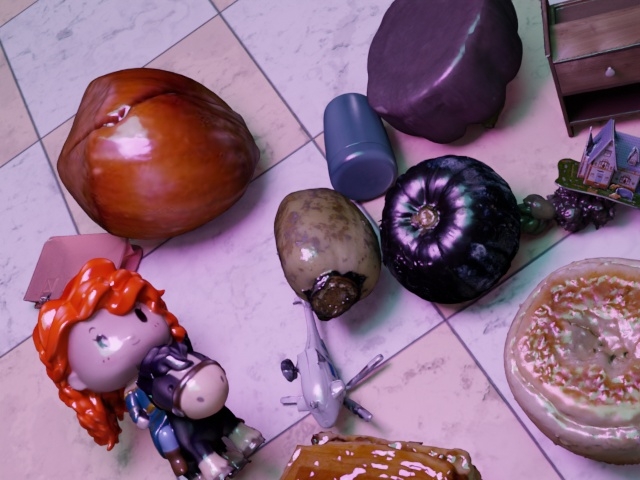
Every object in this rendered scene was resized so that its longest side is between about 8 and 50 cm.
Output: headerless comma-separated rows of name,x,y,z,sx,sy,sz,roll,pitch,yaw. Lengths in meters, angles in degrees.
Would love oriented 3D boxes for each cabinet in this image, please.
cabinet,0.458,-0.290,1.469,0.174,0.215,0.148,-9,56,21

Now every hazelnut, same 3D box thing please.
hazelnut,-0.297,-0.159,1.707,0.372,0.315,0.372,5,44,-5

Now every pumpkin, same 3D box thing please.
pumpkin,0.198,-0.017,1.439,0.233,0.163,0.233,-13,69,37

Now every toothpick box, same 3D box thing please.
toothpick box,0.064,-0.173,1.650,0.120,0.120,0.184,-22,49,12

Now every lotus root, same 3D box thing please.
lotus root,0.000,0.000,1.524,0.173,0.173,0.309,-30,32,6

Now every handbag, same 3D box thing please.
handbag,-0.458,0.064,1.786,0.212,0.059,0.157,-3,57,26

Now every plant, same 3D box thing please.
plant,0.371,-0.046,1.442,0.174,0.087,0.085,-11,20,24

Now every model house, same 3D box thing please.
model house,0.447,-0.119,1.387,0.166,0.088,0.117,18,32,11

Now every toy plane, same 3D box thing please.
toy plane,0.001,0.171,1.457,0.181,0.107,0.273,-14,54,28

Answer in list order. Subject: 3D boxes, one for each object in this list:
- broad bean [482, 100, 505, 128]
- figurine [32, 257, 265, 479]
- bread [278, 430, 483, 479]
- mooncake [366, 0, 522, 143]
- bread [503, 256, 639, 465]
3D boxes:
broad bean,0.301,-0.298,1.662,0.065,0.046,0.255,-18,51,23
figurine,-0.260,0.218,1.428,0.241,0.306,0.411,-44,52,-18
bread,0.057,0.425,1.222,0.277,0.167,0.325,2,52,31
mooncake,0.214,-0.322,1.613,0.306,0.154,0.306,-30,43,33
bread,0.399,0.164,1.233,0.305,0.159,0.306,-13,50,17
